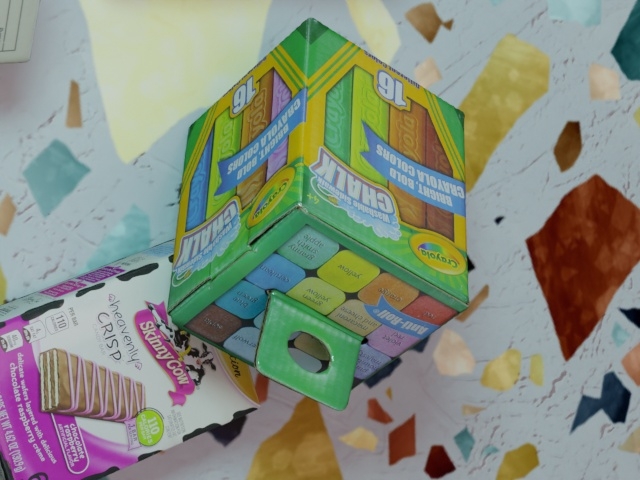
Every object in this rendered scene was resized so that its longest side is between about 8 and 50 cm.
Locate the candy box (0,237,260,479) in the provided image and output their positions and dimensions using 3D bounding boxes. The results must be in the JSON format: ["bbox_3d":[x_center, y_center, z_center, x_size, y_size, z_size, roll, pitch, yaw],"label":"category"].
[{"bbox_3d":[-0.183,0.109,1.504,0.233,0.071,0.159,-23,105,-25],"label":"candy box"}]

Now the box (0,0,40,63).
[{"bbox_3d":[-0.367,-0.210,1.309,0.311,0.121,0.148,-6,130,-31],"label":"box"}]

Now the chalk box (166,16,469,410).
[{"bbox_3d":[0.000,0.000,1.453,0.180,0.179,0.289,29,41,-28],"label":"chalk box"}]
